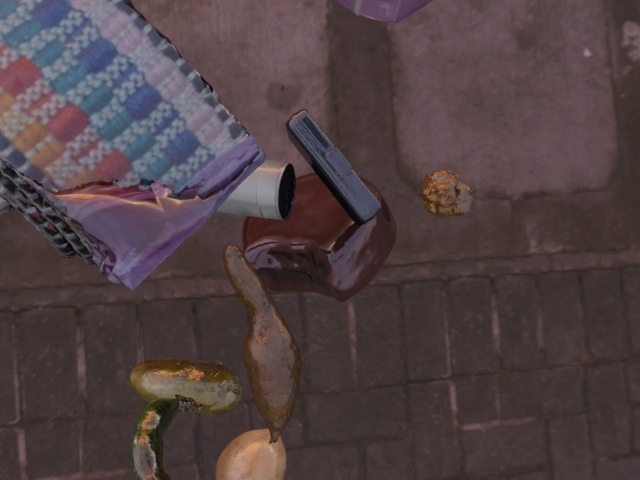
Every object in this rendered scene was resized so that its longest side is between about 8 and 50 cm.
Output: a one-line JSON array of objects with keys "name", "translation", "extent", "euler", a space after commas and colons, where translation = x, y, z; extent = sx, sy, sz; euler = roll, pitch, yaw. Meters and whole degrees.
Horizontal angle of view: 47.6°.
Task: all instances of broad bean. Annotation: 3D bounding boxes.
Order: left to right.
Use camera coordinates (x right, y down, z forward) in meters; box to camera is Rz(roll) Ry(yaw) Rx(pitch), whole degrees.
[{"name": "broad bean", "translation": [-0.234, 0.359, 1.139], "extent": [0.144, 0.292, 0.049], "euler": [27, 125, -37]}]

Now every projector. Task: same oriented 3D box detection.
[{"name": "projector", "translation": [-0.216, -0.106, 1.312], "extent": [0.337, 0.108, 0.108], "euler": [8, 85, 14]}]

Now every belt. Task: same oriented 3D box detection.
[{"name": "belt", "translation": [-0.201, -0.093, 0.506], "extent": [0.295, 0.207, 0.160], "euler": [44, 74, -2]}]

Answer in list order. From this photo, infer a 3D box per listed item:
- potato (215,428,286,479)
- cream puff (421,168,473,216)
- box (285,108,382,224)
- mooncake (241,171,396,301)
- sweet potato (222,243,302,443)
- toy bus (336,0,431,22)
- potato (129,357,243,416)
[{"name": "potato", "translation": [-0.108, 0.361, 1.132], "extent": [0.112, 0.112, 0.147], "euler": [25, 41, -12]}, {"name": "cream puff", "translation": [0.284, -0.102, 1.609], "extent": [0.122, 0.094, 0.116], "euler": [56, 44, -15]}, {"name": "box", "translation": [0.022, -0.129, 1.325], "extent": [0.050, 0.160, 0.230], "euler": [-38, 90, -1]}, {"name": "mooncake", "translation": [0.000, 0.000, 1.542], "extent": [0.325, 0.334, 0.174], "euler": [-19, 130, 9]}, {"name": "sweet potato", "translation": [-0.065, 0.129, 0.918], "extent": [0.074, 0.075, 0.270], "euler": [-16, 101, -14]}, {"name": "toy bus", "translation": [0.082, -0.364, 0.802], "extent": [0.142, 0.203, 0.142], "euler": [37, 54, 21]}, {"name": "potato", "translation": [-0.288, 0.306, 1.558], "extent": [0.251, 0.149, 0.113], "euler": [16, 94, -4]}]
